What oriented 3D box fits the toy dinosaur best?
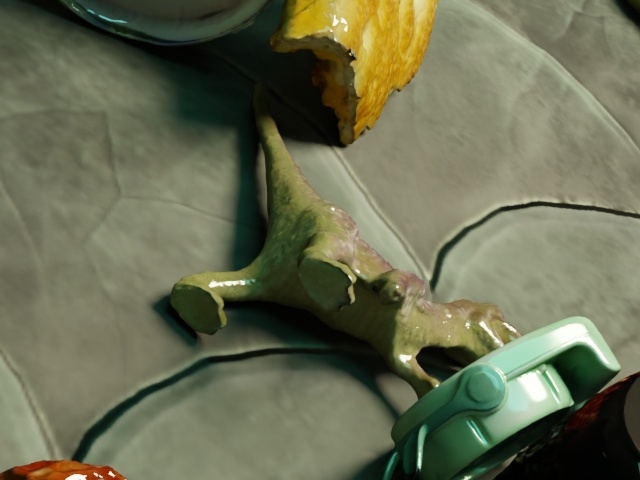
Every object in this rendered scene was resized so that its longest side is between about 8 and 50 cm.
[{"bbox_3d":[-0.001,0.004,0.939,0.251,0.072,0.200,33,22,22],"label":"toy dinosaur"}]

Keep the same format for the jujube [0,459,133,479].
[{"bbox_3d":[-0.067,0.158,0.651,0.176,0.109,0.112,32,70,-16],"label":"jujube"}]

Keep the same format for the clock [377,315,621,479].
[{"bbox_3d":[0.079,0.091,0.849,0.135,0.101,0.041,-23,72,-31],"label":"clock"}]

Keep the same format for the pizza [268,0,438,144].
[{"bbox_3d":[0.027,-0.147,1.087,0.056,0.134,0.271,5,31,16],"label":"pizza"}]

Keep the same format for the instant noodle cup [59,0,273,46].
[{"bbox_3d":[-0.093,-0.223,1.031,0.205,0.205,0.153,22,46,-16],"label":"instant noodle cup"}]

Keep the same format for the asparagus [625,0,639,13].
[{"bbox_3d":[0.291,-0.221,1.426,0.080,0.080,0.287,3,43,-36],"label":"asparagus"}]

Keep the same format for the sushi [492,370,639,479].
[{"bbox_3d":[0.177,0.138,0.854,0.225,0.126,0.136,-4,47,-49],"label":"sushi"}]
